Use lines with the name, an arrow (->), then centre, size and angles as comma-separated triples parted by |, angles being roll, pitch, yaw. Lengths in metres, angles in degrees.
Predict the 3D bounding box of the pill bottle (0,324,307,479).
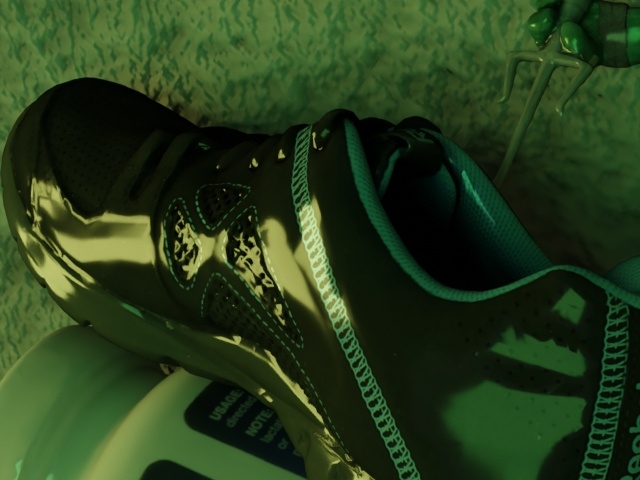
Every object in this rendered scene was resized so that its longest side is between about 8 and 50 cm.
pill bottle -> -0.013, 0.138, 0.664 | 0.265, 0.153, 0.153 | 21, 110, 20

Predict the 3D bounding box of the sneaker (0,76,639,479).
sneaker -> 0.000, 0.000, 0.606 | 0.341, 0.125, 0.139 | 34, 122, 37

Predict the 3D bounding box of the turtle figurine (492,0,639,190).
turtle figurine -> 0.150, -0.066, 0.566 | 0.175, 0.118, 0.234 | 38, 119, 57
